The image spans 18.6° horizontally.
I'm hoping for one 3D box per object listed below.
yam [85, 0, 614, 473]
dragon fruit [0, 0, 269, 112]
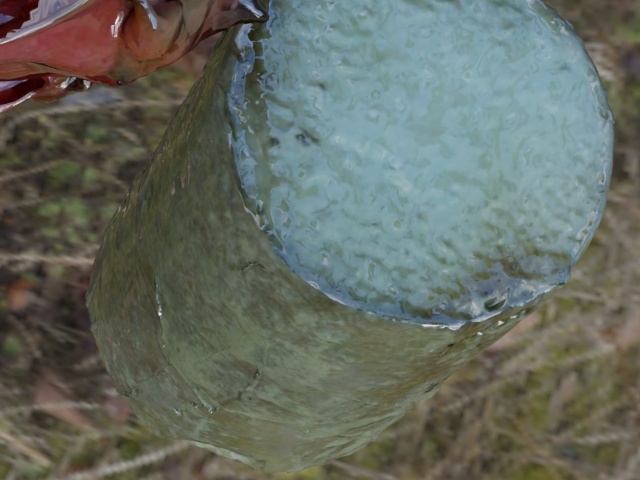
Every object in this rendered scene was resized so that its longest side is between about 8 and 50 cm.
[{"bbox_3d":[0.000,0.000,0.806,0.161,0.268,0.161,7,67,-17],"label":"yam"},{"bbox_3d":[-0.093,-0.149,0.469,0.244,0.298,0.244,6,90,-70],"label":"dragon fruit"}]
